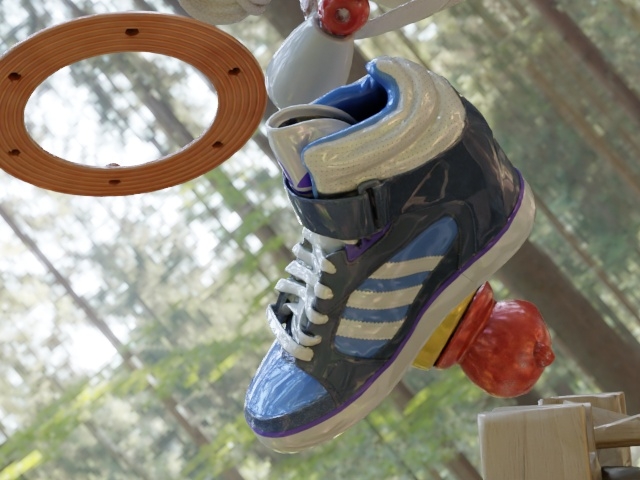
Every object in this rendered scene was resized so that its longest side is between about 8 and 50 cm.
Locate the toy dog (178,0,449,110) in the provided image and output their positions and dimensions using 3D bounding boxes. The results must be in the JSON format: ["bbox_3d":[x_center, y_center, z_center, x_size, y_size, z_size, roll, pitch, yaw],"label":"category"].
[{"bbox_3d":[0.048,-0.276,1.082,0.333,0.220,0.161,-34,25,27],"label":"toy dog"}]

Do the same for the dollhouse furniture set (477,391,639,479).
[{"bbox_3d":[0.338,0.230,0.894,0.394,0.256,0.362,-7,-8,16],"label":"dollhouse furniture set"}]

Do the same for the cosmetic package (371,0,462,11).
[{"bbox_3d":[0.039,-0.486,1.685,0.097,0.284,0.377,-19,-18,40],"label":"cosmetic package"}]

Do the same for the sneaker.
[{"bbox_3d":[0.000,0.000,0.993,0.323,0.236,0.130,-44,35,6],"label":"sneaker"}]

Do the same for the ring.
[{"bbox_3d":[-0.227,-0.154,1.421,0.336,0.032,0.336,-10,-31,-6],"label":"ring"}]

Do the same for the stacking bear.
[{"bbox_3d":[0.135,0.079,1.451,0.164,0.289,0.175,-54,-10,-39],"label":"stacking bear"}]
